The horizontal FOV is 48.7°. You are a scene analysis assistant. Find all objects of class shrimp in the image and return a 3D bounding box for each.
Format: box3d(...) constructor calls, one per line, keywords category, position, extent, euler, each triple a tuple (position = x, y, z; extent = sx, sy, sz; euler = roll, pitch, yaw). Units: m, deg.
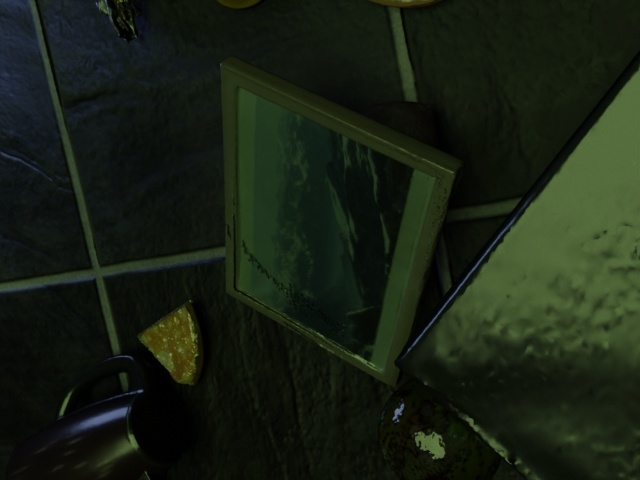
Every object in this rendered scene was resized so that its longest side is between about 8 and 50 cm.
box3d(category="shrimp", position=(-0.300, -0.335, 0.887), extent=(0.152, 0.046, 0.220), euler=(-23, 86, 27))

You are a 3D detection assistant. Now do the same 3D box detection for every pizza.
box3d(category="pizza", position=(-0.198, 0.130, 0.944), extent=(0.108, 0.026, 0.123), euler=(9, 107, 27))

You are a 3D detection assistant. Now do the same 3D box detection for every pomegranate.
box3d(category="pomegranate", position=(0.117, 0.195, 0.755), extent=(0.163, 0.138, 0.126), euler=(20, 123, 54))

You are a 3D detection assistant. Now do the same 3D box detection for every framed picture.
box3d(category="framed picture", position=(0.000, 0.000, 0.737), extent=(0.247, 0.022, 0.335), euler=(28, 140, 18))

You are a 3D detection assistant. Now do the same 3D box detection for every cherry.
box3d(category="cherry", position=(0.086, -0.057, 0.732), extent=(0.188, 0.115, 0.148), euler=(39, 79, 5))

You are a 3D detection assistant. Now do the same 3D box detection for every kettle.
box3d(category="kettle", position=(-0.297, 0.273, 0.974), extent=(0.232, 0.144, 0.202), euler=(-29, 56, 21))

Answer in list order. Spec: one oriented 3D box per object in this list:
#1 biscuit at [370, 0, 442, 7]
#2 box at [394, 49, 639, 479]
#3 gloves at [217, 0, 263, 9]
box3d(category="biscuit", position=(0.066, -0.371, 0.708), extent=(0.202, 0.044, 0.289), euler=(-31, 88, 28))
box3d(category="box", position=(0.277, 0.035, 0.593), extent=(0.251, 0.204, 0.345), euler=(40, 114, 13))
box3d(category="gloves", position=(-0.153, -0.300, 0.684), extent=(0.116, 0.294, 0.133), euler=(-28, 87, 28))
